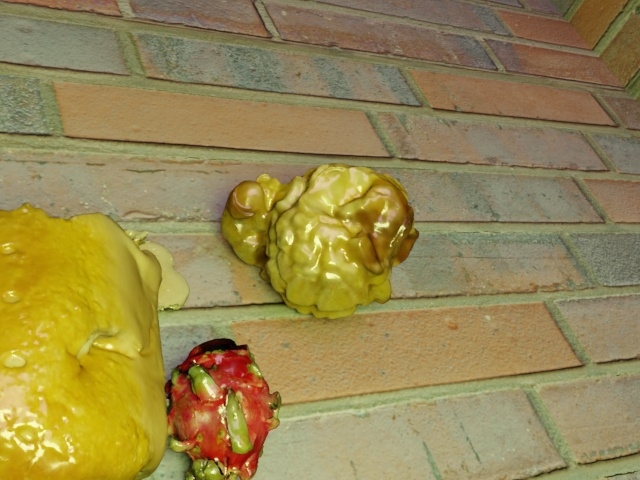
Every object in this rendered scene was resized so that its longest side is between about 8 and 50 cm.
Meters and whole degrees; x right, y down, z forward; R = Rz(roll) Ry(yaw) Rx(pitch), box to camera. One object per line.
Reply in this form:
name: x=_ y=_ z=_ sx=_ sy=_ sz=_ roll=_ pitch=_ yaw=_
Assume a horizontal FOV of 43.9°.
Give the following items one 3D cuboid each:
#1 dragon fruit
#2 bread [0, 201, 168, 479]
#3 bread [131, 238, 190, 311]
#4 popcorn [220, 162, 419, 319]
dragon fruit: x=-0.132 y=0.231 z=1.044 sx=0.166 sy=0.160 sz=0.172 roll=47 pitch=17 yaw=-58
bread: x=-0.344 y=0.134 z=0.881 sx=0.361 sy=0.250 sz=0.394 roll=-3 pitch=43 yaw=-15
bread: x=-0.329 y=0.048 z=1.196 sx=0.251 sy=0.039 sz=0.182 roll=-8 pitch=54 yaw=-36
popcorn: x=0.000 y=0.000 z=1.311 sx=0.332 sy=0.225 sz=0.265 roll=9 pitch=63 yaw=-10
